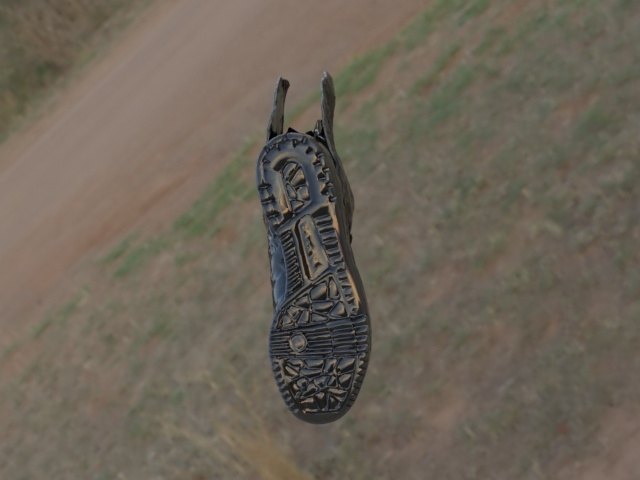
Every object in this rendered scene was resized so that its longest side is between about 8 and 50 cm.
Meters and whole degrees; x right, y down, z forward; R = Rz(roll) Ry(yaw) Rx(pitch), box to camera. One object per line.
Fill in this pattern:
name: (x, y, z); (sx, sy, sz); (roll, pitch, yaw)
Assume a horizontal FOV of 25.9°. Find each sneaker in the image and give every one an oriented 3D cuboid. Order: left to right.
sneaker: (-0.003, 0.000, 0.701); (0.051, 0.170, 0.089); (-7, 5, 6)
